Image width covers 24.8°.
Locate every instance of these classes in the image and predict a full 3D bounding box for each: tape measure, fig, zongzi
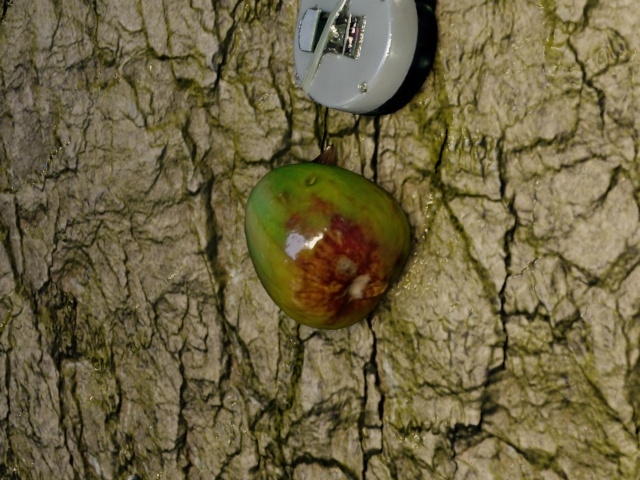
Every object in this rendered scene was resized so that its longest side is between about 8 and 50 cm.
[{"bbox_3d":[0.046,-0.234,1.670,0.181,0.107,0.182,9,92,50],"label":"tape measure"},{"bbox_3d":[0.000,0.000,1.643,0.191,0.181,0.181,49,122,12],"label":"fig"},{"bbox_3d":[0.002,-0.079,1.742,0.073,0.067,0.083,-58,36,33],"label":"zongzi"}]
